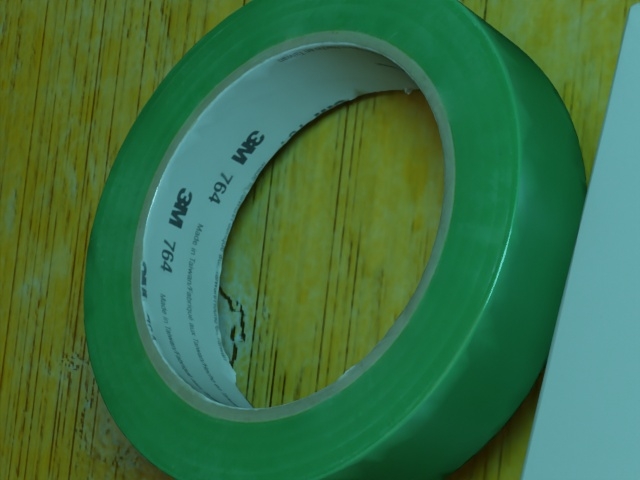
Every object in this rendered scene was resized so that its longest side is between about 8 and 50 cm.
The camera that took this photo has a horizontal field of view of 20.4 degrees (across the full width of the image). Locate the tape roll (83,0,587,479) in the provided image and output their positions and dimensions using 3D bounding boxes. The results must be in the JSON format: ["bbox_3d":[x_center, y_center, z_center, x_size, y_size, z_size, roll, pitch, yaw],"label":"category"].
[{"bbox_3d":[0.000,0.000,1.051,0.321,0.077,0.321,-16,62,34],"label":"tape roll"}]

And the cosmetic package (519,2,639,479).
[{"bbox_3d":[0.226,0.094,0.838,0.217,0.156,0.385,17,93,40],"label":"cosmetic package"}]
